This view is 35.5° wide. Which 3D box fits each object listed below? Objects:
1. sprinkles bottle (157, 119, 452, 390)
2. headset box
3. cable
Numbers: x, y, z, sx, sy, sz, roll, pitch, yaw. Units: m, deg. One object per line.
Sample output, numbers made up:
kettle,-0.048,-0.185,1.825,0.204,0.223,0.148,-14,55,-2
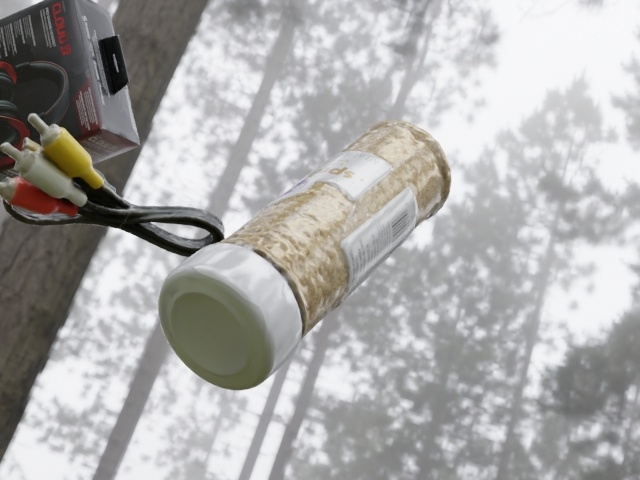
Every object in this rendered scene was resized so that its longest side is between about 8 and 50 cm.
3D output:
sprinkles bottle,0.000,0.000,0.951,0.121,0.355,0.121,17,-56,26
headset box,-0.401,-0.205,1.422,0.293,0.218,0.110,-18,-13,16
cable,-0.249,-0.029,1.153,0.287,0.072,0.139,33,-66,-26
